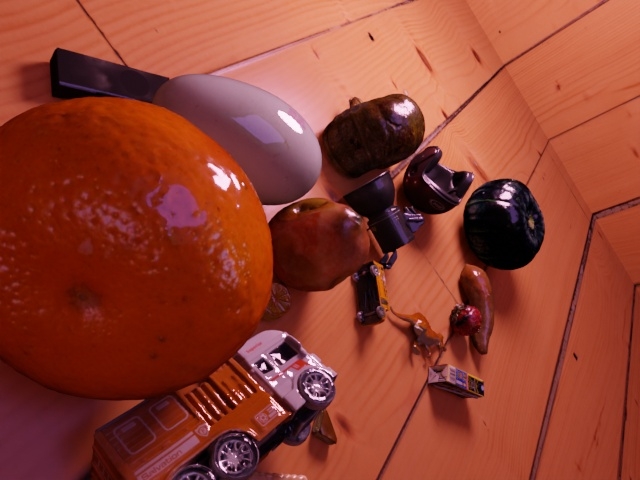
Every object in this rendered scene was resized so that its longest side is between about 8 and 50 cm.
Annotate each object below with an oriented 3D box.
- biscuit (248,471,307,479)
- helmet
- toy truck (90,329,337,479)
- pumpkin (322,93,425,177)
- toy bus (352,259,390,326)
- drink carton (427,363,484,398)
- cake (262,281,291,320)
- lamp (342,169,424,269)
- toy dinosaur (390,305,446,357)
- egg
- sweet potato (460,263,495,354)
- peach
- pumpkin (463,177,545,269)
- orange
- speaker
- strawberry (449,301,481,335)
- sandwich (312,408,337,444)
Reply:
[{"bbox_3d":[-0.127,0.493,0.820,0.249,0.030,0.160,22,58,-34],"label":"biscuit"},{"bbox_3d":[0.354,-0.181,1.447,0.189,0.193,0.216,30,40,-25],"label":"helmet"},{"bbox_3d":[-0.159,0.300,0.767,0.207,0.173,0.387,41,40,21],"label":"toy truck"},{"bbox_3d":[0.176,-0.333,1.337,0.325,0.232,0.242,-31,90,-49],"label":"pumpkin"},{"bbox_3d":[0.134,0.139,1.191,0.074,0.069,0.162,21,55,-46],"label":"toy bus"},{"bbox_3d":[0.378,0.396,1.294,0.165,0.071,0.056,30,57,-28],"label":"drink carton"},{"bbox_3d":[-0.104,0.129,0.997,0.084,0.044,0.084,19,58,-34],"label":"cake"},{"bbox_3d":[0.184,-0.060,1.265,0.172,0.147,0.227,-31,94,-12],"label":"lamp"},{"bbox_3d":[0.284,0.239,1.294,0.212,0.057,0.142,61,33,-4],"label":"toy dinosaur"},{"bbox_3d":[-0.164,-0.205,0.965,0.370,0.230,0.230,24,57,-28],"label":"egg"},{"bbox_3d":[0.510,0.214,1.484,0.097,0.097,0.292,11,66,-39],"label":"sweet potato"},{"bbox_3d":[0.000,0.000,1.021,0.214,0.235,0.214,26,54,-43],"label":"peach"},{"bbox_3d":[0.620,-0.058,1.613,0.315,0.238,0.315,1,89,-39],"label":"pumpkin"},{"bbox_3d":[-0.273,0.010,0.664,0.424,0.424,0.326,48,14,-15],"label":"orange"},{"bbox_3d":[-0.405,-0.304,0.920,0.218,0.044,0.082,2,70,-42],"label":"speaker"},{"bbox_3d":[0.442,0.243,1.404,0.106,0.106,0.106,19,59,-35],"label":"strawberry"},{"bbox_3d":[0.005,0.397,0.983,0.044,0.031,0.083,-11,77,-49],"label":"sandwich"}]
